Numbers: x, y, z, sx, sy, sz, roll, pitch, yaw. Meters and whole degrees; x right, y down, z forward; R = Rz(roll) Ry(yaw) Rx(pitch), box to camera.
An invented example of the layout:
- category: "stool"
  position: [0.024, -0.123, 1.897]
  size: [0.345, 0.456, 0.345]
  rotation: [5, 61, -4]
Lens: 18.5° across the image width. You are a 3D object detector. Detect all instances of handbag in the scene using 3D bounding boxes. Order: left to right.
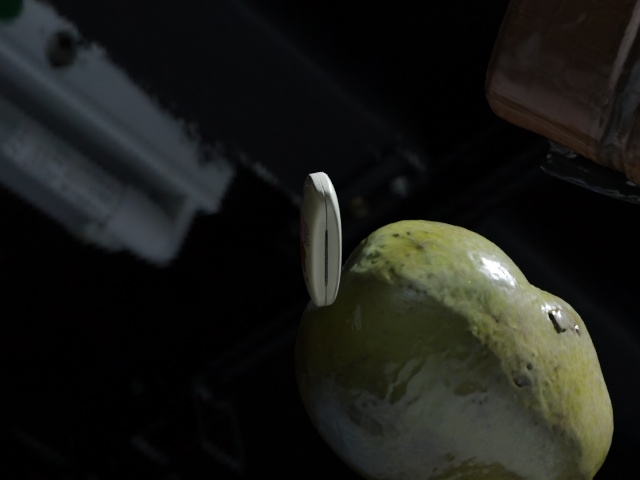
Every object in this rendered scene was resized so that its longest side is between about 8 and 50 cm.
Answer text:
- category: "handbag"
  position: [0.127, -0.085, 0.618]
  size: [0.193, 0.072, 0.151]
  rotation: [-12, -54, -66]

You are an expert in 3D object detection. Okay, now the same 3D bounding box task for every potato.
- category: "potato"
  position: [0.099, 0.100, 1.315]
  size: [0.251, 0.159, 0.174]
  rotation: [39, -86, -14]

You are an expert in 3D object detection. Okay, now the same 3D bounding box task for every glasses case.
- category: "glasses case"
  position: [0.000, 0.000, 1.088]
  size: [0.021, 0.032, 0.083]
  rotation: [-7, -50, -9]
